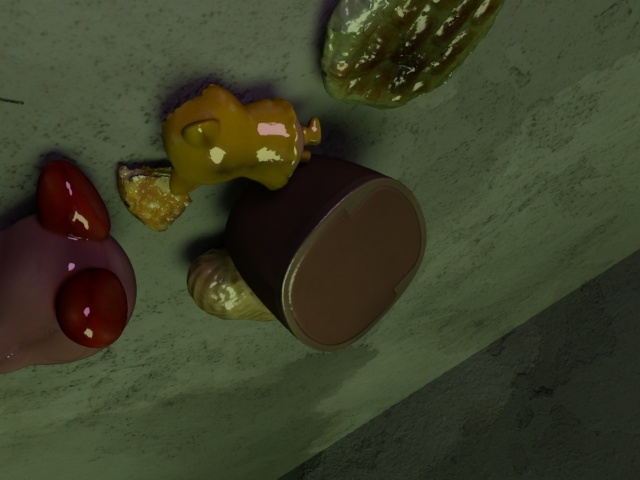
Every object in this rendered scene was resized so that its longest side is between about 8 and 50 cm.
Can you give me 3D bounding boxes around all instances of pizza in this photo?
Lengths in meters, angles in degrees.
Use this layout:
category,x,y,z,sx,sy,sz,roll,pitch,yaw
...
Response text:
category,x,y,z,sx,sy,sz,roll,pitch,yaw
pizza,-0.257,-0.072,0.975,0.099,0.035,0.160,-23,151,-5

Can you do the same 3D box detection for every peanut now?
category,x,y,z,sx,sy,sz,roll,pitch,yaw
peanut,-0.123,0.083,1.225,0.325,0.140,0.153,5,111,-49

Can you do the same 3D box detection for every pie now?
category,x,y,z,sx,sy,sz,roll,pitch,yaw
pie,0.133,-0.296,0.902,0.307,0.071,0.306,-19,150,-11

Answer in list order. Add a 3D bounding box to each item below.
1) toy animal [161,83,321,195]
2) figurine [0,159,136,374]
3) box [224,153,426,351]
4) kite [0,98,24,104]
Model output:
category,x,y,z,sx,sy,sz,roll,pitch,yaw
toy animal,-0.106,-0.137,0.893,0.230,0.156,0.156,-10,146,-32
figurine,-0.367,0.068,0.914,0.262,0.269,0.211,-29,157,21
box,0.000,0.000,1.036,0.301,0.216,0.300,-22,129,-30
kite,-0.401,-0.167,0.746,0.044,0.002,0.078,-37,148,17
